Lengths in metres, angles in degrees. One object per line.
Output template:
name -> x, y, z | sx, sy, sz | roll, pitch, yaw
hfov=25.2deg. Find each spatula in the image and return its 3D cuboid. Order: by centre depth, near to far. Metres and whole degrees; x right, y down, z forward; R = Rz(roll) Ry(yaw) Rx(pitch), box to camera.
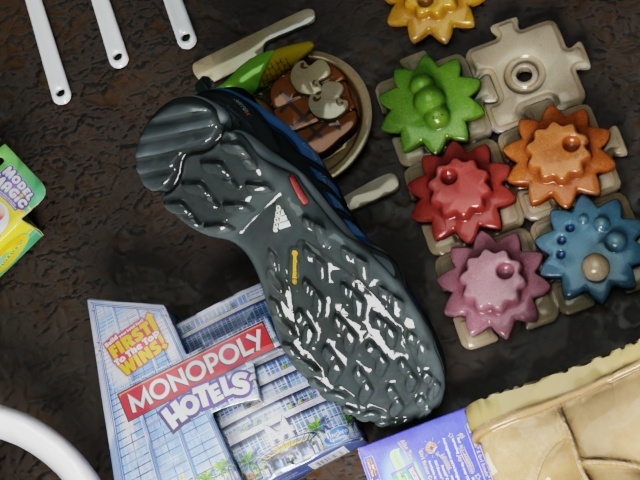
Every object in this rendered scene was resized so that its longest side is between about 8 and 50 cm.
spatula -> -0.203, -0.249, 1.265 | 0.168, 0.019, 0.242 | -22, 69, 4

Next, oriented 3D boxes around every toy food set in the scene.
toy food set -> -0.024, -0.099, 1.167 | 0.132, 0.038, 0.192 | -28, 69, 3

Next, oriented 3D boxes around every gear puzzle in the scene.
gear puzzle -> 0.137, -0.096, 1.128 | 0.175, 0.044, 0.339 | -20, 70, 6

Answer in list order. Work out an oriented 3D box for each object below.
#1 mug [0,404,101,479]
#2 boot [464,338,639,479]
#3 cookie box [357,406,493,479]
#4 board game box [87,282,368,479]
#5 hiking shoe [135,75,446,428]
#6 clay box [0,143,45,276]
mug -> -0.309, 0.274, 1.007 | 0.328, 0.276, 0.374 | 39, 63, 13
boot -> 0.240, 0.206, 0.963 | 0.236, 0.089, 0.269 | -23, 71, 12
cookie box -> 0.094, 0.179, 1.053 | 0.107, 0.040, 0.092 | -21, 70, 5
board game box -> -0.093, 0.110, 1.106 | 0.194, 0.060, 0.194 | -28, 70, 3
hiking shoe -> 0.000, 0.000, 1.077 | 0.113, 0.132, 0.304 | -35, 98, 27
clay box -> -0.334, 0.005, 1.196 | 0.222, 0.053, 0.127 | -44, 69, -5
